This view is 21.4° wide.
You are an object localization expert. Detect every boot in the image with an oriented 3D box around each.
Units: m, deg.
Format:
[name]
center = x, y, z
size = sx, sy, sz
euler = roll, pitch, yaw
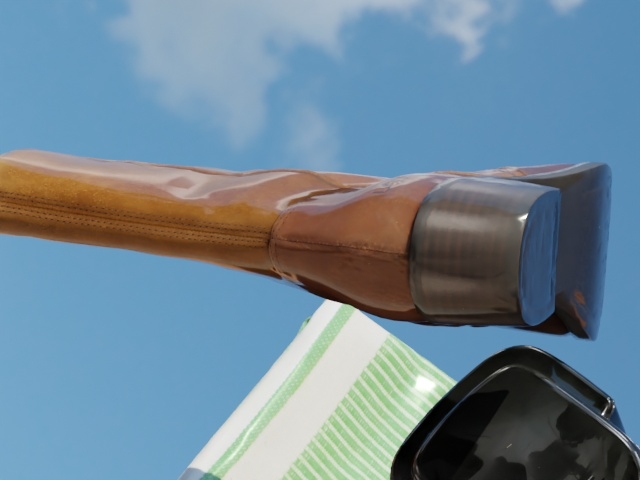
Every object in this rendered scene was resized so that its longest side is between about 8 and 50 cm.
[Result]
[boot]
center = 0.000, 0.000, 0.878
size = 0.280, 0.264, 0.096
euler = 6, -81, 22

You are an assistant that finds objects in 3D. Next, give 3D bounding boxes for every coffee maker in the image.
[coffee maker]
center = 0.107, 0.144, 0.848
size = 0.171, 0.120, 0.178
euler = 10, -30, 35

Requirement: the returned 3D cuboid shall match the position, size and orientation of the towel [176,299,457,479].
[towel]
center = 0.081, 0.192, 0.965
size = 0.325, 0.248, 0.038
euler = 35, -44, 4
